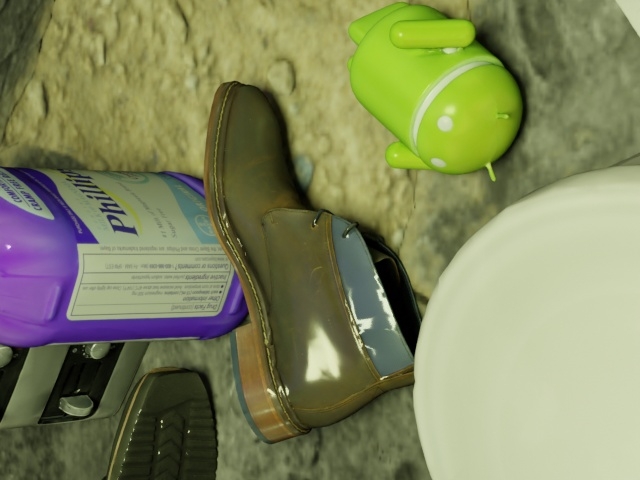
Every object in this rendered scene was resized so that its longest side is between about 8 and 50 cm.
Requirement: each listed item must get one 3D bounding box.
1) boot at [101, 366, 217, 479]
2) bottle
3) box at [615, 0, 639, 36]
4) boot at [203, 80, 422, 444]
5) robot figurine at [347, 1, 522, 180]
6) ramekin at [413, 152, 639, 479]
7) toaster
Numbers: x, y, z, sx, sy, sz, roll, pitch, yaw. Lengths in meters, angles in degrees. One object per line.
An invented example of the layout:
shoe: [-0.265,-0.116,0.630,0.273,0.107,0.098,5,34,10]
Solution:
boot: [-0.140,0.165,1.181,0.137,0.077,0.198,20,104,49]
bottle: [-0.168,0.008,1.055,0.118,0.283,0.092,37,115,41]
box: [0.209,-0.101,0.807,0.101,0.087,0.102,-48,58,34]
boot: [0.000,0.000,1.051,0.106,0.082,0.219,-16,73,22]
robot figurine: [0.061,-0.081,0.973,0.115,0.067,0.101,46,149,35]
ramekin: [0.184,0.076,0.751,0.273,0.127,0.273,21,128,30]
toaster: [-0.229,0.045,1.199,0.186,0.168,0.110,39,118,38]
